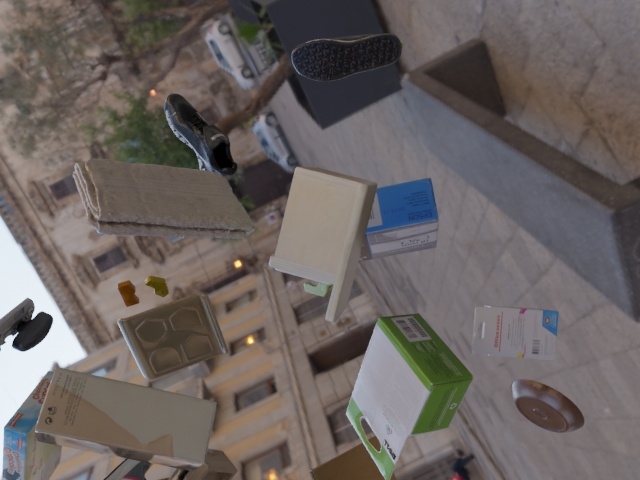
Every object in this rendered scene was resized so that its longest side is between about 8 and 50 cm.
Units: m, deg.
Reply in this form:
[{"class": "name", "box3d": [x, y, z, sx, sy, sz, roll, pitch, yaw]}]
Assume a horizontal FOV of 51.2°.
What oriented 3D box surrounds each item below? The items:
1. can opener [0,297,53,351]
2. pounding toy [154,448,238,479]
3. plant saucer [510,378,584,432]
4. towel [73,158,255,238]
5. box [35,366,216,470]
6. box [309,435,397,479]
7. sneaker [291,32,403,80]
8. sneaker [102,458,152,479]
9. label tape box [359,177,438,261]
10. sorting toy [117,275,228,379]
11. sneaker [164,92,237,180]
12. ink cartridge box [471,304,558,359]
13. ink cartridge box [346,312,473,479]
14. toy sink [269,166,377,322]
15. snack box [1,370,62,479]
[{"class": "can opener", "box3d": [-0.660, 0.220, 1.357, 0.283, 0.095, 0.076, -57, -14, -55]}, {"class": "pounding toy", "box3d": [-0.298, 0.551, 1.554, 0.100, 0.141, 0.130, 38, -178, 38]}, {"class": "plant saucer", "box3d": [0.574, 0.435, 1.719, 0.199, 0.036, 0.198, 31, 152, 18]}, {"class": "towel", "box3d": [-0.265, -0.067, 1.139, 0.187, 0.282, 0.049, 55, 131, 44]}, {"class": "box", "box3d": [-0.372, 0.350, 1.293, 0.148, 0.311, 0.121, 127, 156, -59]}, {"class": "box", "box3d": [0.091, 0.588, 1.611, 0.164, 0.201, 0.021, 64, 147, 12]}, {"class": "sneaker", "box3d": [0.057, -0.383, 1.393, 0.097, 0.235, 0.084, -92, -3, -70]}, {"class": "sneaker", "box3d": [-0.386, 0.556, 1.359, 0.178, 0.124, 0.295, 46, -155, 3]}, {"class": "label tape box", "box3d": [0.152, -0.023, 1.587, 0.333, 0.241, 0.106, 62, -162, -72]}, {"class": "sorting toy", "box3d": [-0.377, 0.201, 1.660, 0.041, 0.229, 0.307, -115, 10, -55]}, {"class": "sneaker", "box3d": [-0.256, -0.231, 1.487, 0.106, 0.078, 0.234, -15, 110, 49]}, {"class": "ink cartridge box", "box3d": [0.403, 0.193, 1.419, 0.061, 0.181, 0.104, 170, 105, -84]}, {"class": "ink cartridge box", "box3d": [0.155, 0.294, 1.261, 0.189, 0.097, 0.255, 52, 135, 46]}, {"class": "toy sink", "box3d": [0.000, 0.000, 1.137, 0.153, 0.131, 0.234, -30, -46, -77]}, {"class": "snack box", "box3d": [-0.676, 0.488, 1.580, 0.187, 0.060, 0.322, -71, 0, -59]}]
